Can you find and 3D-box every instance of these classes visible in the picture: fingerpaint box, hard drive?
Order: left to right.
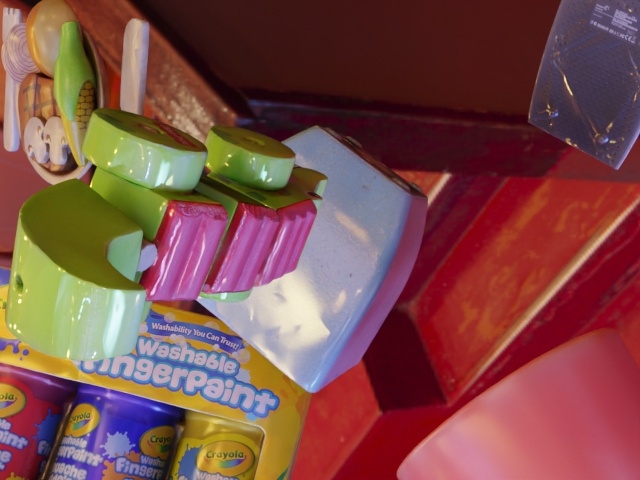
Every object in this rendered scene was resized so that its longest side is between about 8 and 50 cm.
[{"bbox_3d":[-0.257,0.265,1.046,0.163,0.445,0.371,93,-168,-70],"label":"fingerpaint box"},{"bbox_3d":[0.388,-0.242,1.128,0.172,0.054,0.254,36,134,31],"label":"hard drive"}]

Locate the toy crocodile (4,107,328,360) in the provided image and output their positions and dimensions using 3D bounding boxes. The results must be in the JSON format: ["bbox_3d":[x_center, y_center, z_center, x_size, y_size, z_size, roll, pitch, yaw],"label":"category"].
[{"bbox_3d":[-0.070,-0.007,0.528,0.105,0.340,0.115,27,103,18],"label":"toy crocodile"}]

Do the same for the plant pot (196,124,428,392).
[{"bbox_3d":[0.000,0.000,1.059,0.248,0.247,0.252,38,100,12],"label":"plant pot"}]

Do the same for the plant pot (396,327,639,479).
[{"bbox_3d":[0.255,0.262,0.836,0.243,0.275,0.275,56,141,25],"label":"plant pot"}]

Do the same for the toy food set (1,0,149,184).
[{"bbox_3d":[-0.194,-0.104,0.593,0.192,0.038,0.132,17,107,42],"label":"toy food set"}]
